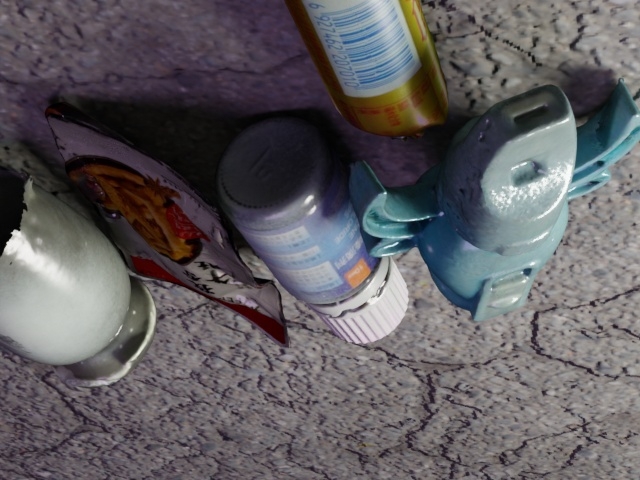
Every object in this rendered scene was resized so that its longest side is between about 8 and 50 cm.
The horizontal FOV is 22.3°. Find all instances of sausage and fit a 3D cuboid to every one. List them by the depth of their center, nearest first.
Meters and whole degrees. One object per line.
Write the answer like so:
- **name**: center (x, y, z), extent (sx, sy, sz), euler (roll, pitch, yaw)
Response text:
- **sausage**: center (0.006, -0.150, 0.854), extent (0.082, 0.082, 0.371), euler (-4, 150, 17)

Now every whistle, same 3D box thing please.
- **whistle**: center (0.109, -0.022, 1.022), extent (0.186, 0.093, 0.274), euler (-17, 160, -10)

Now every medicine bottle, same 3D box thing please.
- **medicine bottle**: center (0.000, 0.000, 1.116), extent (0.083, 0.083, 0.203), euler (-5, 149, 19)

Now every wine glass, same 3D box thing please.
- **wine glass**: center (-0.202, 0.028, 1.170), extent (0.111, 0.111, 0.204), euler (-6, 150, 20)

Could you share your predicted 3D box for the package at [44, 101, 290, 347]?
- **package**: center (-0.100, -0.003, 1.135), extent (0.154, 0.030, 0.239), euler (28, 163, 22)
